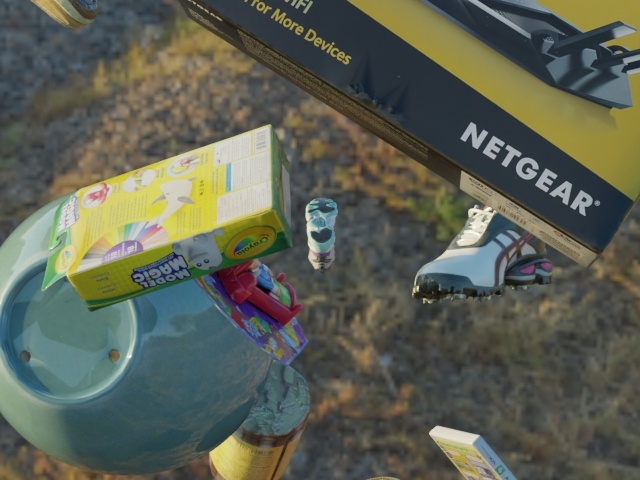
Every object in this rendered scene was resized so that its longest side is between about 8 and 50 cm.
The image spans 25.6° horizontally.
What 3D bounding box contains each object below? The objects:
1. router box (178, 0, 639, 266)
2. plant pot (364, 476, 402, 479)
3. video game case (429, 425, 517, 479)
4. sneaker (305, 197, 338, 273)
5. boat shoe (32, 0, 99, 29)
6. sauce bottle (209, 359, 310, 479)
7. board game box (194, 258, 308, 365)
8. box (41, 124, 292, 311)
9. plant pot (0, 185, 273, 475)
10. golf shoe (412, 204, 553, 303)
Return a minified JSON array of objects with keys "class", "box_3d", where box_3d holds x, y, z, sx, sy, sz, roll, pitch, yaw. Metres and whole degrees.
[{"class":"router box","box_3d":[0.102,-0.167,0.862,0.309,0.243,0.081,32,-4,8]},{"class":"plant pot","box_3d":[0.075,0.426,1.714,0.205,0.188,0.205,-32,18,12]},{"class":"video game case","box_3d":[0.266,0.372,2.192,0.023,0.193,0.212,-41,6,-12]},{"class":"sneaker","box_3d":[0.000,0.000,1.648,0.038,0.069,0.098,3,37,4]},{"class":"boat shoe","box_3d":[-0.277,-0.248,1.249,0.190,0.072,0.068,48,16,8]},{"class":"sauce bottle","box_3d":[-0.091,0.269,1.838,0.111,0.344,0.111,6,60,-10]},{"class":"board game box","box_3d":[-0.050,0.029,1.101,0.133,0.033,0.169,48,11,1]},{"class":"box","box_3d":[-0.110,-0.013,1.005,0.179,0.043,0.105,-16,38,10]},{"class":"plant pot","box_3d":[-0.201,0.082,1.303,0.290,0.290,0.195,7,-1,9]},{"class":"golf shoe","box_3d":[0.192,0.013,1.735,0.105,0.120,0.273,-3,5,33]}]
